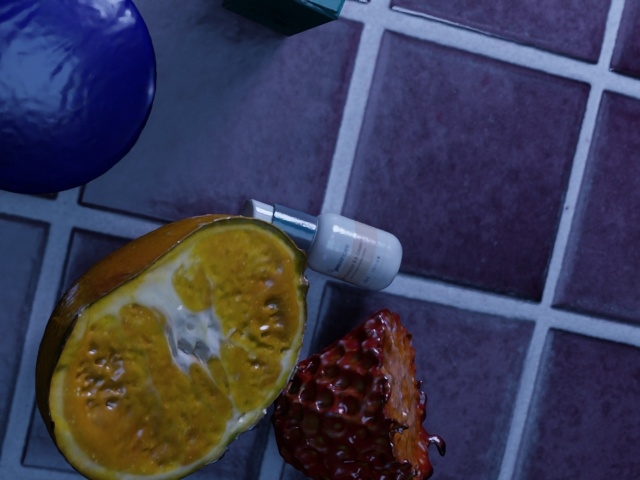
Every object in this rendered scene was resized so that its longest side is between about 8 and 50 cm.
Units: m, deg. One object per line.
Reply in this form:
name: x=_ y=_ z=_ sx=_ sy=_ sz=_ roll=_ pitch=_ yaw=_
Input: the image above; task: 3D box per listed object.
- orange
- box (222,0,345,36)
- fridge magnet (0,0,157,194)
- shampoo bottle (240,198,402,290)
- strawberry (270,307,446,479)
orange: x=-0.166 y=0.119 z=1.349 sx=0.274 sy=0.274 sz=0.310 roll=37 pitch=43 yaw=-15
box: x=-0.021 y=-0.313 z=1.341 sx=0.092 sy=0.245 sz=0.153 roll=23 pitch=89 yaw=-13
fridge magnet: x=-0.310 y=-0.182 z=1.347 sx=0.266 sy=0.113 sz=0.265 roll=-1 pitch=95 yaw=-14
shampoo bottle: x=0.000 y=0.000 z=1.468 sx=0.192 sy=0.074 sz=0.074 roll=20 pitch=91 yaw=-16
strawberry: x=0.036 y=0.199 z=1.470 sx=0.178 sy=0.234 sz=0.233 roll=-10 pitch=100 yaw=15
